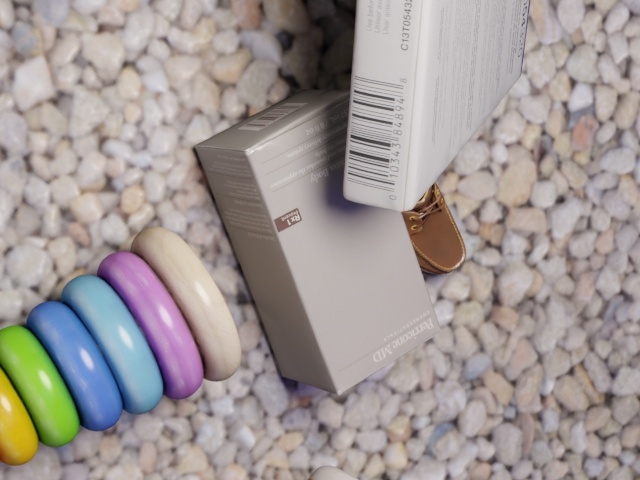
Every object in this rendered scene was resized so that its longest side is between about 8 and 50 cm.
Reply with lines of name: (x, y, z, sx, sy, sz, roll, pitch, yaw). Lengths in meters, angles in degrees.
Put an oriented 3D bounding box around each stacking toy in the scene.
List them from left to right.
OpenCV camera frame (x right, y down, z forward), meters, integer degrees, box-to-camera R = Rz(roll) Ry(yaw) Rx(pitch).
stacking toy: (-0.231, 0.124, 1.348, 0.330, 0.141, 0.141, -31, 112, -18)

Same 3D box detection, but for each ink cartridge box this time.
ink cartridge box: (0.109, -0.234, 1.412, 0.330, 0.071, 0.324, -50, 147, -58)

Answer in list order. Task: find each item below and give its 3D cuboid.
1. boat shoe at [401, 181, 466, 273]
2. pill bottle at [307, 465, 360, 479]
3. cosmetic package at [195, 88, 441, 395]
boat shoe: (0.079, -0.033, 1.535, 0.064, 0.060, 0.178, -46, 117, -16)
pill bottle: (-0.012, 0.351, 1.491, 0.162, 0.162, 0.278, 41, 78, -29)
cosmetic package: (0.000, 0.000, 1.472, 0.127, 0.107, 0.238, -32, 110, -25)
